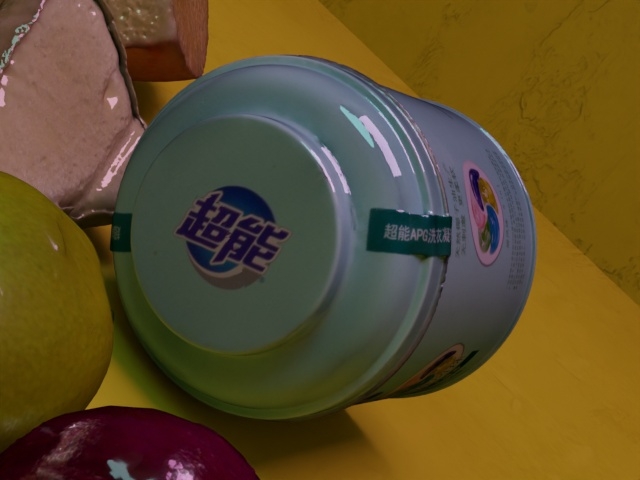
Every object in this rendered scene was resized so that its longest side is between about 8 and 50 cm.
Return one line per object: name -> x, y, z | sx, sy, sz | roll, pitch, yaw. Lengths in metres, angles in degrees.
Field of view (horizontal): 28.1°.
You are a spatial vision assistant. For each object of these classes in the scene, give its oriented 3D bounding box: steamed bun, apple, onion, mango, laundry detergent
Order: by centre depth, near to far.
onion -> -0.120, 0.164, 0.601 | 0.218, 0.195, 0.140 | 4, 38, 21
mango -> -0.223, 0.049, 0.691 | 0.185, 0.149, 0.273 | 50, 23, 6
steamed bun -> -0.231, -0.089, 1.061 | 0.212, 0.110, 0.231 | 55, 46, -44
laundry detergent -> 0.000, 0.000, 1.062 | 0.287, 0.287, 0.305 | 47, 17, 20
apple -> -0.234, -0.319, 1.455 | 0.314, 0.252, 0.309 | 37, 0, -1

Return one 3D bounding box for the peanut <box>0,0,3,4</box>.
peanut -> -0.320, -0.196, 1.126 | 0.140, 0.153, 0.325 | 3, 1, 13
